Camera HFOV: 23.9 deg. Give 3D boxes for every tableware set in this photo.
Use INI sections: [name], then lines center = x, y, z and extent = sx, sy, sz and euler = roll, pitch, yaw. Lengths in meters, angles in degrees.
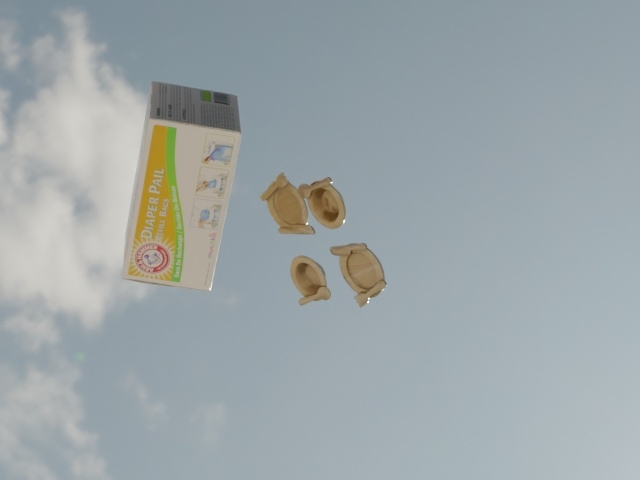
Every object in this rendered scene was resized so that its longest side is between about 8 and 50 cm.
[tableware set]
center = 0.000, 0.000, 1.651
extent = 0.141, 0.020, 0.169
euler = -14, -77, 51

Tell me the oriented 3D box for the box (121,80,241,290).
[box]
center = -0.158, -0.059, 1.704
extent = 0.103, 0.114, 0.203
euler = 9, -63, -10
